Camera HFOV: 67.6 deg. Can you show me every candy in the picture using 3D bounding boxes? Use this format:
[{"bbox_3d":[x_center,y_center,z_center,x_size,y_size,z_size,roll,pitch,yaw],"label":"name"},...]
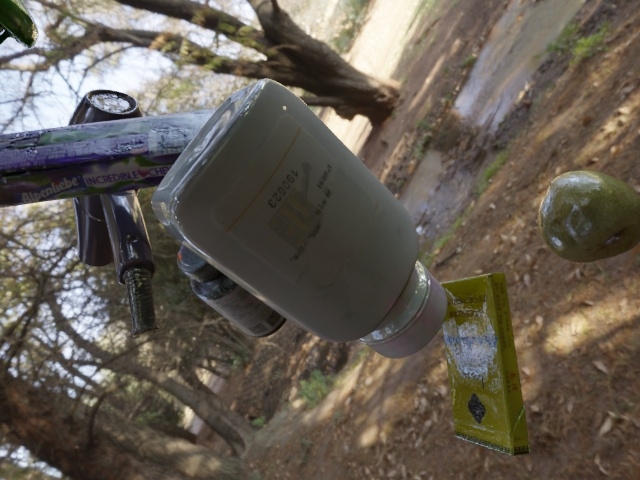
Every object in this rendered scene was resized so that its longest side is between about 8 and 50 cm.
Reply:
[{"bbox_3d":[-0.264,-0.097,0.565,0.061,0.312,0.088,91,167,-48],"label":"candy"}]

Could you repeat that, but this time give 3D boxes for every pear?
[{"bbox_3d":[0.458,-0.040,0.815,0.167,0.167,0.137,-63,34,33],"label":"pear"}]

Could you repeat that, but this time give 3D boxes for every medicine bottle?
[{"bbox_3d":[-0.188,0.098,1.056,0.293,0.141,0.141,53,-132,-48],"label":"medicine bottle"},{"bbox_3d":[0.000,0.000,0.467,0.161,0.296,0.111,-58,28,-13],"label":"medicine bottle"}]

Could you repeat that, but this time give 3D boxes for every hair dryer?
[{"bbox_3d":[-0.288,-0.002,0.670,0.361,0.121,0.301,59,137,38],"label":"hair dryer"}]

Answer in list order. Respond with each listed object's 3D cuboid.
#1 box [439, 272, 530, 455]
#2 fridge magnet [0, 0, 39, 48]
[{"bbox_3d":[0.268,0.201,0.811,0.153,0.041,0.279,150,117,-68],"label":"box"},{"bbox_3d":[-0.357,-0.254,0.429,0.088,0.208,0.208,-50,4,-7],"label":"fridge magnet"}]
